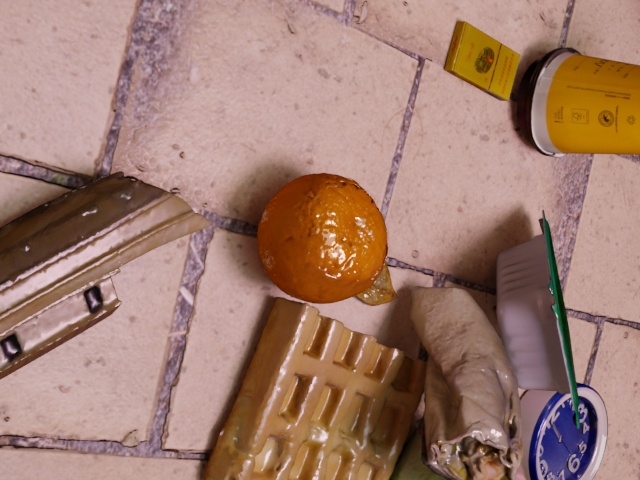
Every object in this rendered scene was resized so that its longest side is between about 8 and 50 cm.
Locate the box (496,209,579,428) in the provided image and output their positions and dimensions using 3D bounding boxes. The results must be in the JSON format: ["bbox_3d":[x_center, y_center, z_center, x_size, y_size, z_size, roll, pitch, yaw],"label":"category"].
[{"bbox_3d":[0.362,0.127,1.807,0.336,0.106,0.264,-70,146,-63],"label":"box"}]

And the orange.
[{"bbox_3d":[0.000,0.000,1.509,0.193,0.161,0.193,5,82,-38],"label":"orange"}]

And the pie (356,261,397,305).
[{"bbox_3d":[0.076,0.039,1.665,0.092,0.034,0.169,-33,124,-34],"label":"pie"}]

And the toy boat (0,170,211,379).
[{"bbox_3d":[-0.321,0.057,1.260,0.445,0.136,0.162,-34,123,-33],"label":"toy boat"}]

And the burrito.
[{"bbox_3d":[0.233,0.215,1.649,0.190,0.135,0.331,30,42,-31],"label":"burrito"}]

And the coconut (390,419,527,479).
[{"bbox_3d":[0.236,0.398,1.754,0.236,0.236,0.204,-56,146,-19],"label":"coconut"}]

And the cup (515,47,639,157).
[{"bbox_3d":[0.490,-0.227,1.818,0.196,0.280,0.196,-14,110,-44],"label":"cup"}]

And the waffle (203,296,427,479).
[{"bbox_3d":[0.009,0.276,1.620,0.348,0.078,0.304,26,81,-41],"label":"waffle"}]

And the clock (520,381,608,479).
[{"bbox_3d":[0.450,0.378,2.020,0.230,0.083,0.230,-8,103,-37],"label":"clock"}]

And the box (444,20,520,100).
[{"bbox_3d":[0.273,-0.299,1.782,0.155,0.023,0.086,19,88,-41],"label":"box"}]
